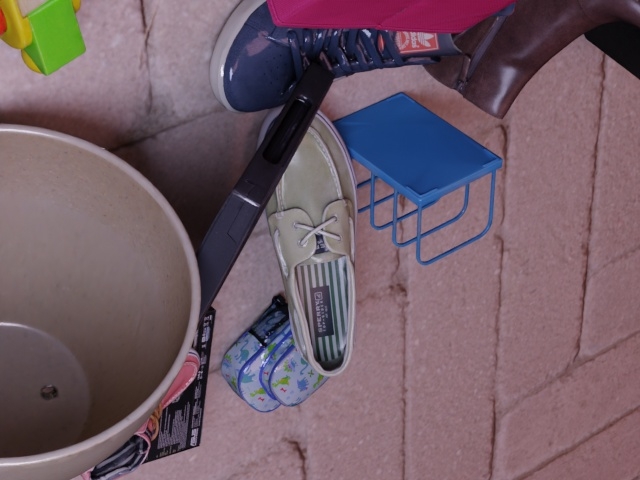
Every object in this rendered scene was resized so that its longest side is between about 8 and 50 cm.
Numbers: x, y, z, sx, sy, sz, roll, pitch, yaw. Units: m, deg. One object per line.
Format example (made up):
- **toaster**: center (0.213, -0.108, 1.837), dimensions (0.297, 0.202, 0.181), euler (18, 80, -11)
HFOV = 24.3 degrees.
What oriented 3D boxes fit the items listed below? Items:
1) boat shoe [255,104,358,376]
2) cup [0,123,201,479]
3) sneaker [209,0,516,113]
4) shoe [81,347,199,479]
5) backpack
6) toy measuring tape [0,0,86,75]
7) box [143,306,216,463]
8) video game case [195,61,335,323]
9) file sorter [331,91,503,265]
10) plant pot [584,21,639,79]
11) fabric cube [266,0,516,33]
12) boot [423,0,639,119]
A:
- **boat shoe**: center (0.000, 0.000, 1.596), dimensions (0.109, 0.094, 0.302), euler (-13, 107, -7)
- **cup**: center (-0.284, 0.097, 1.334), dimensions (0.331, 0.331, 0.237), euler (-28, 157, -27)
- **sneaker**: center (0.054, -0.219, 1.521), dimensions (0.350, 0.148, 0.131), euler (-32, 134, -23)
- **shoe**: center (-0.182, 0.178, 1.503), dimensions (0.178, 0.081, 0.063), euler (-33, 134, -21)
- **backpack**: center (-0.051, 0.142, 1.717), dimensions (0.114, 0.084, 0.105), euler (-42, 134, -8)
- **toy measuring tape**: center (-0.264, -0.260, 1.205), dimensions (0.121, 0.121, 0.330), euler (-36, 149, -19)
- **box**: center (-0.199, 0.147, 1.586), dimensions (0.147, 0.077, 0.180), euler (-14, 125, -36)
- **video game case**: center (-0.085, -0.010, 1.447), dimensions (0.275, 0.035, 0.248), euler (-59, -177, 37)
- **file sorter**: center (0.098, -0.067, 1.651), dimensions (0.118, 0.170, 0.105), euler (-25, 135, -29)
- **plant pot**: center (0.412, -0.298, 1.785), dimensions (0.188, 0.187, 0.167), euler (-32, 148, -23)
- **fabric cube**: center (0.101, -0.351, 1.319), dimensions (0.259, 0.258, 0.254), euler (-5, 77, -41)
- **boot**: center (0.250, -0.223, 1.631), dimensions (0.090, 0.248, 0.207), euler (2, 118, -59)
